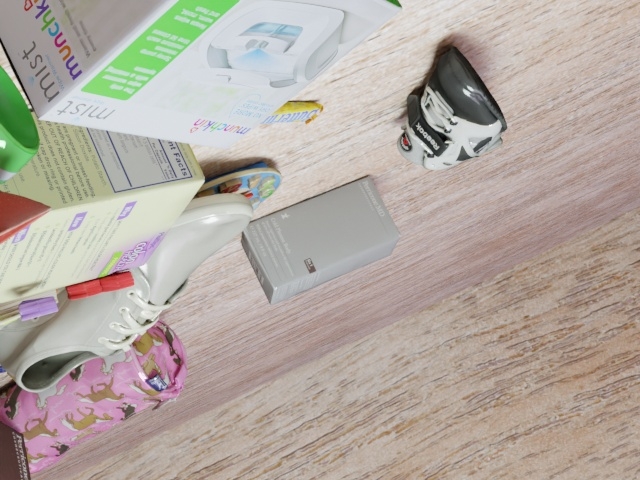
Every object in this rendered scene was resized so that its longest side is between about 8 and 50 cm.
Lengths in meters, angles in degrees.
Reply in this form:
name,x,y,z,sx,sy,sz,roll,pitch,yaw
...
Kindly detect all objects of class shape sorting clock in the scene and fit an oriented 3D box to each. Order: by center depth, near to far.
name,x,y,z,sx,sy,sz,roll,pitch,yaw
shape sorting clock,-0.148,-0.048,1.415,0.206,0.040,0.206,-25,164,-7

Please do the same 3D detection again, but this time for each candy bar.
name,x,y,z,sx,sy,sz,roll,pitch,yaw
candy bar,-0.059,-0.158,1.243,0.161,0.018,0.040,-9,157,-47

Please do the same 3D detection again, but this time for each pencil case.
name,x,y,z,sx,sy,sz,roll,pitch,yaw
pencil case,-0.423,0.278,1.784,0.386,0.167,0.160,-29,153,20

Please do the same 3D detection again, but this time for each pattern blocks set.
name,x,y,z,sx,sy,sz,roll,pitch,yaw
pattern blocks set,-0.414,0.089,1.182,0.325,0.026,0.285,-8,-173,34

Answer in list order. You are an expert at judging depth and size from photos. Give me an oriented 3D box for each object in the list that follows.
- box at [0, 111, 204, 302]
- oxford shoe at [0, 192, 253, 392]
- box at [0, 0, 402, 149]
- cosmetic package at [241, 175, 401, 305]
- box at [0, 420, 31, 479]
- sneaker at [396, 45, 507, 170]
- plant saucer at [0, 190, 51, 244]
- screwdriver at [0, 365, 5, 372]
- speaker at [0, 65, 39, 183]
name,x,y,z,sx,sy,sz,roll,pitch,yaw
box,-0.284,-0.040,1.070,0.243,0.117,0.213,-15,161,-35
oxford shoe,-0.265,0.076,1.362,0.449,0.130,0.169,-31,160,18
box,-0.099,-0.200,0.840,0.231,0.126,0.262,-35,164,23
cosmetic package,0.000,0.000,1.660,0.238,0.127,0.107,-25,164,-14
box,-0.591,0.354,1.541,0.143,0.191,0.381,-21,151,1
sneaker,0.178,-0.163,1.421,0.146,0.122,0.330,-30,164,4
plant saucer,-0.372,0.049,0.761,0.259,0.047,0.258,-28,-173,34
screwdriver,-0.554,0.224,1.675,0.170,0.024,0.025,-18,-168,-23
speaker,-0.392,-0.050,0.839,0.296,0.131,0.131,-28,165,5
